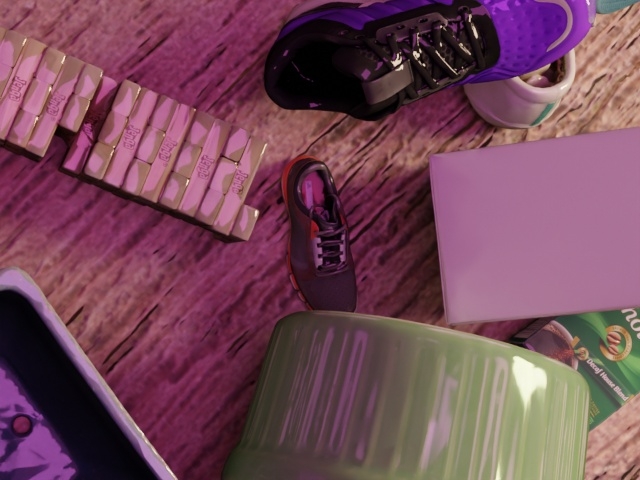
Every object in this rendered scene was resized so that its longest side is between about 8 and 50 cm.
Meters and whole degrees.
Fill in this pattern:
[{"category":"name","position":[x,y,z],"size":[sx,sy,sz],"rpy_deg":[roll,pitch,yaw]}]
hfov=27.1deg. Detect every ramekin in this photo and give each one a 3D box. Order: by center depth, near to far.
[{"category":"ramekin","position":[0.080,0.161,1.107],"size":[0.303,0.303,0.148],"rpy_deg":[15,79,-13]}]

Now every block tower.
[{"category":"block tower","position":[-0.207,-0.102,1.142],"size":[0.335,0.091,0.097],"rpy_deg":[24,84,-13]}]

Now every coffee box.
[{"category":"coffee box","position":[0.282,0.091,1.277],"size":[0.184,0.040,0.113],"rpy_deg":[-33,95,-17]}]

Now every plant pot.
[{"category":"plant pot","position":[-0.270,0.185,1.038],"size":[0.248,0.252,0.247],"rpy_deg":[-36,98,-12]}]

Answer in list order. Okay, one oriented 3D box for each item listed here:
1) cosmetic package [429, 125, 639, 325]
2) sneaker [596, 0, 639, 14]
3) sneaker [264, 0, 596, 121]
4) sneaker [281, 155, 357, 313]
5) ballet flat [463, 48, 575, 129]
[{"category":"cosmetic package","position":[0.294,-0.021,1.132],"size":[0.365,0.197,0.155],"rpy_deg":[-6,91,16]},{"category":"sneaker","position":[0.271,-0.326,1.196],"size":[0.127,0.319,0.208],"rpy_deg":[-30,89,32]},{"category":"sneaker","position":[0.082,-0.155,1.116],"size":[0.293,0.146,0.102],"rpy_deg":[-7,116,26]},{"category":"sneaker","position":[0.000,0.000,1.203],"size":[0.061,0.065,0.158],"rpy_deg":[-16,93,-13]},{"category":"ballet flat","position":[0.151,-0.299,1.213],"size":[0.139,0.139,0.400],"rpy_deg":[-18,93,-13]}]
